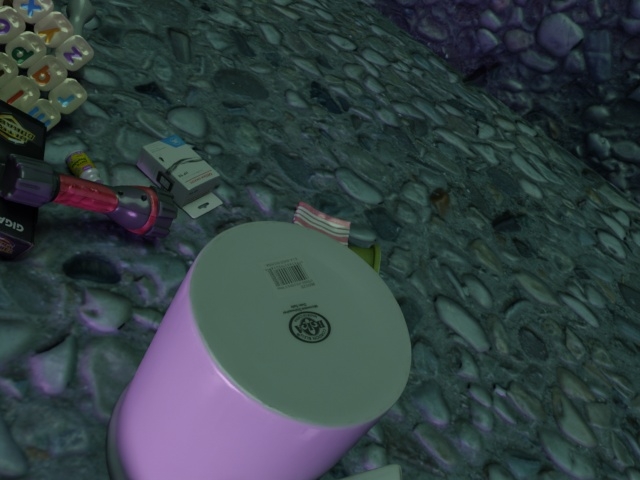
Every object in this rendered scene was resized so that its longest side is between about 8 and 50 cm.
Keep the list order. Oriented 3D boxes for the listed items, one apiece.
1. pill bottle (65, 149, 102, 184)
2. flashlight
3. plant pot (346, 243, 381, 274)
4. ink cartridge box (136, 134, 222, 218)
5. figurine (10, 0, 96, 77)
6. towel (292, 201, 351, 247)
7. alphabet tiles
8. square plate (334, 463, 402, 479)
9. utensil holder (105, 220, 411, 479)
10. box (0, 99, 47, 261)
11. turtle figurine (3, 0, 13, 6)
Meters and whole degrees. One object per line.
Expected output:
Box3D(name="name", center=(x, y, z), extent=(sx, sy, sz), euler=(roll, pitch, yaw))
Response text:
Box3D(name="pill bottle", center=(-0.471, -0.140, 1.220), extent=(0.083, 0.043, 0.043), euler=(48, 42, 16))
Box3D(name="flashlight", center=(-0.404, -0.074, 1.089), extent=(0.304, 0.103, 0.103), euler=(15, 49, -51))
Box3D(name="plant pot", center=(-0.051, 0.105, 1.124), extent=(0.253, 0.276, 0.276), euler=(16, 42, -3))
Box3D(name="ink cartridge box", center=(-0.296, -0.141, 1.327), extent=(0.180, 0.060, 0.104), euler=(42, 40, 9))
Box3D(name="figurine", center=(-0.578, -0.505, 1.349), extent=(0.092, 0.215, 0.210), euler=(5, 71, 13))
Box3D(name="towel", center=(0.000, 0.000, 1.412), extent=(0.144, 0.029, 0.197), euler=(22, 41, -13))
Box3D(name="alphabet tiles", center=(-0.610, -0.355, 1.206), extent=(0.278, 0.021, 0.284), euler=(-46, 114, -16))
Box3D(name="square plate", center=(-0.018, 0.484, 0.749), extent=(0.347, 0.049, 0.345), euler=(0, 90, -34))
Box3D(name="utensil holder", center=(-0.096, 0.211, 0.863), extent=(0.327, 0.385, 0.328), euler=(19, 43, -18))
Box3D(name="box", center=(-0.611, -0.147, 1.009), extent=(0.295, 0.073, 0.294), euler=(33, 33, -45))
Box3D(name="turtle figurine", center=(-0.751, -0.503, 1.274), extent=(0.275, 0.197, 0.266), euler=(61, 31, -42))
